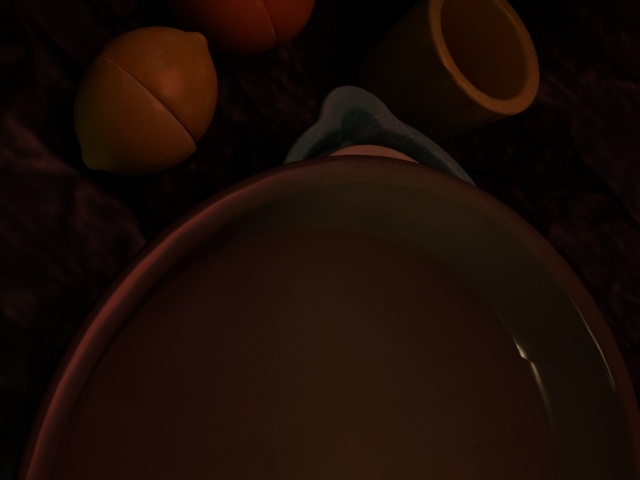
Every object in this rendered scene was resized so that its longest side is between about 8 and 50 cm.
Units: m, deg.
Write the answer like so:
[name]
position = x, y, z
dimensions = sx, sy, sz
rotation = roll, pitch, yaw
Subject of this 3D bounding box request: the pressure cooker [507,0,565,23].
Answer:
[pressure cooker]
position = 0.132, -0.317, 0.797
dimensions = 0.420, 0.370, 0.375
rotation = 16, 69, -32

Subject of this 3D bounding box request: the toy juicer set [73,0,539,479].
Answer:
[toy juicer set]
position = 0.000, 0.000, 0.728
dimensions = 0.209, 0.089, 0.329
rotation = 28, 52, -31

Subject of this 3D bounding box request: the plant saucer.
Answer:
[plant saucer]
position = 0.007, 0.109, 0.652
dimensions = 0.278, 0.041, 0.278
rotation = 1, 88, -36
